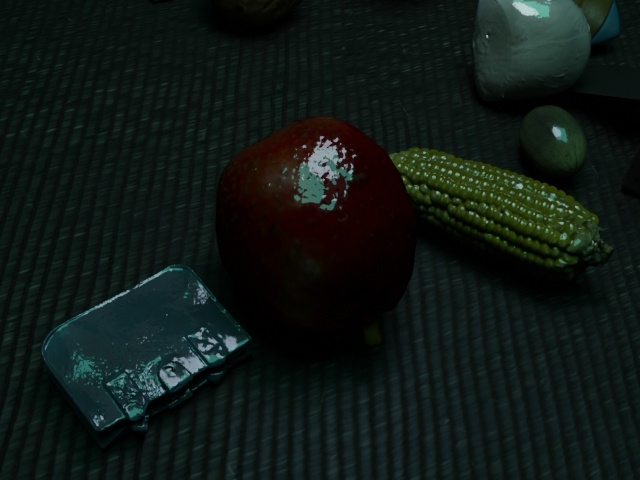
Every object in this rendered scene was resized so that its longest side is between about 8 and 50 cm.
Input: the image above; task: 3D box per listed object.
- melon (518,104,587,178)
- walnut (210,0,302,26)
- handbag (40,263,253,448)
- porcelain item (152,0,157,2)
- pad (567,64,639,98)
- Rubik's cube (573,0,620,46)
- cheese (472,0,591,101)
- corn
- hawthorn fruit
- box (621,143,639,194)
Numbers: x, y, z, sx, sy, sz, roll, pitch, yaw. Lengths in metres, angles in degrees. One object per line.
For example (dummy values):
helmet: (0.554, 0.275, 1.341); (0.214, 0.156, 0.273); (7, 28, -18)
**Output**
melon: (0.365, -0.154, 1.476); (0.098, 0.098, 0.131); (-10, 53, -14)
walnut: (-0.109, -0.488, 1.663); (0.213, 0.213, 0.213); (3, 48, -3)
handbag: (-0.215, 0.142, 1.179); (0.229, 0.062, 0.179); (-29, 56, -27)
porcelain item: (-0.277, -0.465, 1.750); (0.083, 0.028, 0.036); (-19, 69, -22)
pad: (0.501, -0.269, 1.587); (0.142, 0.003, 0.211); (-24, 25, -24)
Rubik's cube: (0.402, -0.483, 1.703); (0.254, 0.254, 0.255); (3, 48, -3)
cheese: (0.354, -0.330, 1.567); (0.188, 0.198, 0.154); (-2, 18, -9)
corn: (0.248, -0.041, 1.347); (0.346, 0.130, 0.130); (24, 50, 21)
hawthorn fruit: (0.000, 0.000, 1.213); (0.265, 0.265, 0.307); (-16, 73, -19)
box: (0.647, -0.141, 1.404); (0.297, 0.225, 0.190); (27, 52, 18)
